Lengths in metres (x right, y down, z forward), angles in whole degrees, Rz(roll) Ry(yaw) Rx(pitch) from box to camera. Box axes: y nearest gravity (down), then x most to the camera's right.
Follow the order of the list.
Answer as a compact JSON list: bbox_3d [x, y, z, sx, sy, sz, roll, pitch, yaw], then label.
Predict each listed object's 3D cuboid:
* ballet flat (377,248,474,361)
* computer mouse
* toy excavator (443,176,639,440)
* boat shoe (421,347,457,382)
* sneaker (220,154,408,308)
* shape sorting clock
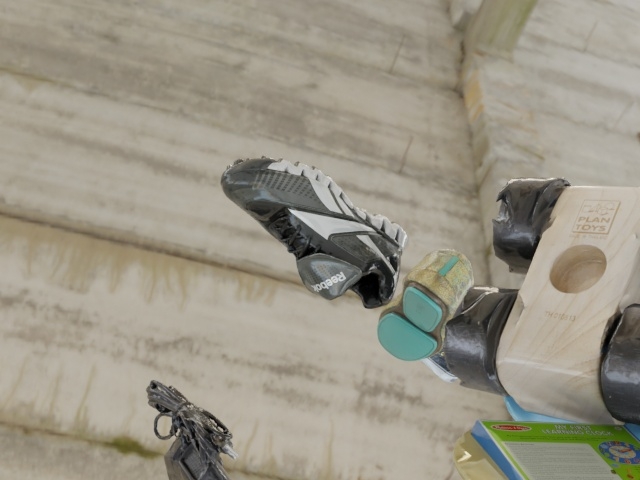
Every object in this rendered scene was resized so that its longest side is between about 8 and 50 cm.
[{"bbox_3d":[0.176,0.107,1.461,0.123,0.348,0.123,2,-112,-4],"label":"ballet flat"},{"bbox_3d":[-0.120,0.297,1.025,0.072,0.272,0.188,-16,-161,-28],"label":"computer mouse"},{"bbox_3d":[0.379,0.086,0.998,0.222,0.445,0.433,5,-123,42],"label":"toy excavator"},{"bbox_3d":[0.203,0.179,1.683,0.183,0.083,0.065,38,-163,21],"label":"boat shoe"},{"bbox_3d":[0.000,0.000,0.879,0.234,0.078,0.106,28,-129,-35],"label":"sneaker"},{"bbox_3d":[0.210,0.194,0.726,0.206,0.040,0.206,7,-165,-2],"label":"shape sorting clock"}]
